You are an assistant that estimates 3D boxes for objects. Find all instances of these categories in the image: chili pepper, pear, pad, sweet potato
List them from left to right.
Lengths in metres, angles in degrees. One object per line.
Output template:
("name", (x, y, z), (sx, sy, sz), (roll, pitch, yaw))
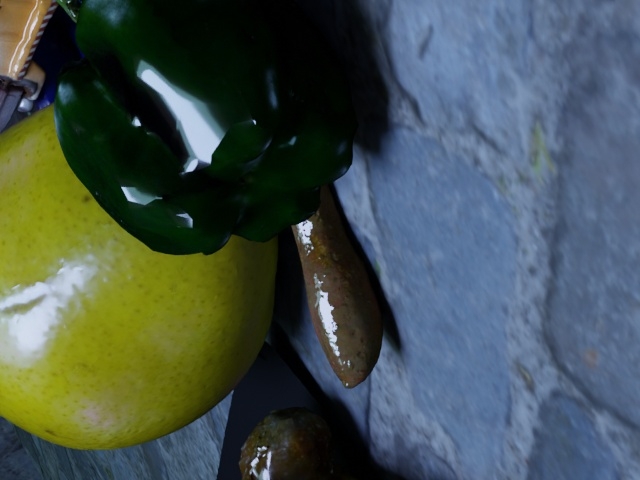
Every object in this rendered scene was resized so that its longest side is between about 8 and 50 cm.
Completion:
("pear", (-0.160, 0.017, 1.355), (0.285, 0.336, 0.285), (42, -148, -35))
("chili pepper", (-0.091, -0.114, 1.076), (0.261, 0.165, 0.174), (51, 141, 37))
("sweet potato", (0.000, 0.000, 1.179), (0.050, 0.050, 0.214), (10, 120, 68))
("pad", (0.023, 0.275, 1.548), (0.315, 0.063, 0.375), (51, 150, 25))

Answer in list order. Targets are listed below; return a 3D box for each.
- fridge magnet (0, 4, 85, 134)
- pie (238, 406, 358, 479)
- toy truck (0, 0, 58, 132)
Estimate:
("fridge magnet", (-0.238, -0.121, 1.559), (0.265, 0.113, 0.265), (47, 152, 34))
("pie", (0.040, 0.364, 1.281), (0.418, 0.180, 0.395), (-139, 34, -59))
("toy truck", (-0.281, -0.200, 1.384), (0.114, 0.135, 0.270), (52, 125, 34))
